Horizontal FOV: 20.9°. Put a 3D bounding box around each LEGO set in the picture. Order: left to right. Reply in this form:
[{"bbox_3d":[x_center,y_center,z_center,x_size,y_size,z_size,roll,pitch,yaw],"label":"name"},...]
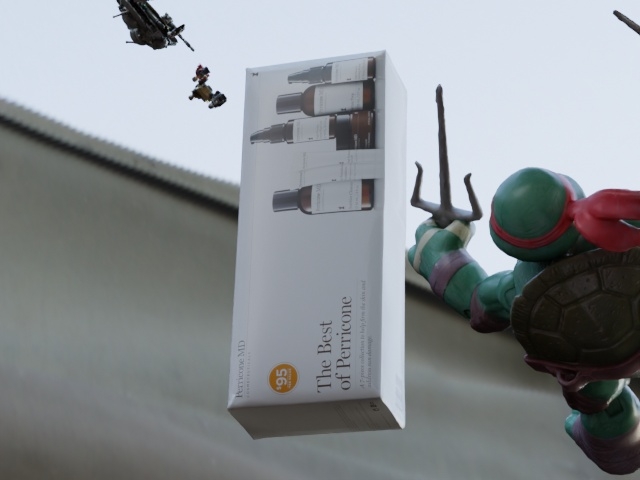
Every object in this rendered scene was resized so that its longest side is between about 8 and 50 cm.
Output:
[{"bbox_3d":[-0.076,-0.092,0.812,0.023,0.054,0.083,-38,-79,-10],"label":"LEGO set"}]

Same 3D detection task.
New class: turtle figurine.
[{"bbox_3d":[0.119,0.012,0.753,0.175,0.118,0.234,-13,-41,26],"label":"turtle figurine"}]

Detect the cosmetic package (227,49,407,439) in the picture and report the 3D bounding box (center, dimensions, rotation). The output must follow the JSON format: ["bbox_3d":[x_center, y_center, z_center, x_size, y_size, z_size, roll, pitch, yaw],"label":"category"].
[{"bbox_3d":[0.000,0.000,1.085,0.099,0.239,0.060,-7,-27,17],"label":"cosmetic package"}]
